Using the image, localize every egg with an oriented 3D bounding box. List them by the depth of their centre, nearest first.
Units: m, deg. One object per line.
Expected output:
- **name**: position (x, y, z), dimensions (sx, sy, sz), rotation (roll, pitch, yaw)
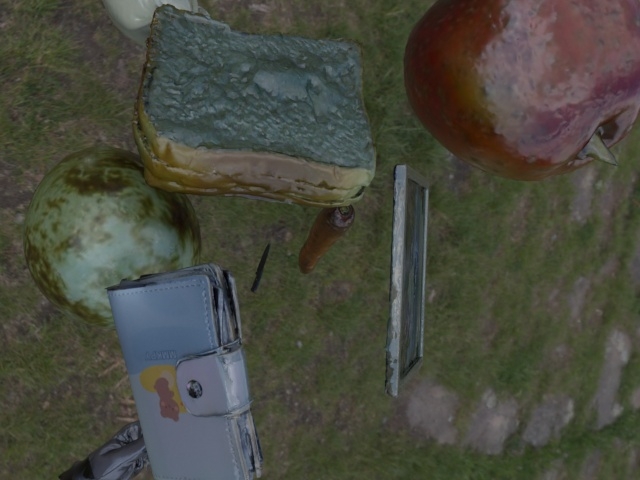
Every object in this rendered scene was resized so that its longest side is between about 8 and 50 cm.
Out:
- **egg**: position (-0.298, -0.011, 0.861), dimensions (0.238, 0.289, 0.238), rotation (-18, 140, -16)

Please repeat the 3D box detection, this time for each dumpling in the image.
- **dumpling**: position (-0.267, -0.384, 0.976), dimensions (0.162, 0.250, 0.132), rotation (0, 129, -54)

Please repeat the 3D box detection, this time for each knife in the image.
- **knife**: position (-0.150, 0.066, 1.521), dimensions (0.010, 0.023, 0.170), rotation (56, 35, -36)

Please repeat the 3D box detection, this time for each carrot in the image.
- **carrot**: position (0.000, 0.000, 1.090), dimensions (0.059, 0.248, 0.059), rotation (10, 59, -16)

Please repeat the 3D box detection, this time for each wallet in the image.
- **wallet**: position (-0.140, 0.144, 0.638), dimensions (0.069, 0.170, 0.231), rotation (-16, 96, -58)

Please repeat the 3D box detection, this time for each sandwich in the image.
- **sandwich**: position (-0.082, -0.172, 0.772), dimensions (0.301, 0.099, 0.271), rotation (5, 52, -16)

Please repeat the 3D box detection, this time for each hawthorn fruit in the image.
- **hawthorn fruit**: position (0.360, -0.272, 0.989), dimensions (0.403, 0.403, 0.402), rotation (-7, 102, -39)

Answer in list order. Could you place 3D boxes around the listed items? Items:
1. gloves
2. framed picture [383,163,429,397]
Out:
- **gloves**: position (-0.336, 0.387, 1.058), dimensions (0.286, 0.119, 0.142), rotation (-19, 153, 2)
- **framed picture**: position (0.134, 0.054, 0.898), dimensions (0.232, 0.024, 0.314), rotation (-2, 95, -72)
